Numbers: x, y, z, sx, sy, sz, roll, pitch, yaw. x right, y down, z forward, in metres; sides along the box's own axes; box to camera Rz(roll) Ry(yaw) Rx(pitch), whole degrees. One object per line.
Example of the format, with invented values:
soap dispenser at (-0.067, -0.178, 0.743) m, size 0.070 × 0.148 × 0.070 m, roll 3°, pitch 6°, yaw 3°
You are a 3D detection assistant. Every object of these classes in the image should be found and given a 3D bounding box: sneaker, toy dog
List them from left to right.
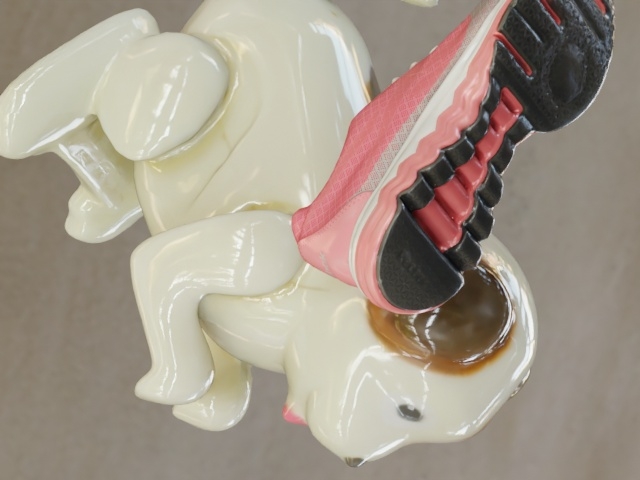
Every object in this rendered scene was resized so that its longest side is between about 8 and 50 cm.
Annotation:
toy dog at (0.000, 0.000, 1.607) m, size 0.395 × 0.408 × 0.284 m, roll -36°, pitch 157°, yaw -12°
sneaker at (0.086, -0.097, 1.400) m, size 0.314 × 0.136 × 0.116 m, roll -53°, pitch 131°, yaw -19°
